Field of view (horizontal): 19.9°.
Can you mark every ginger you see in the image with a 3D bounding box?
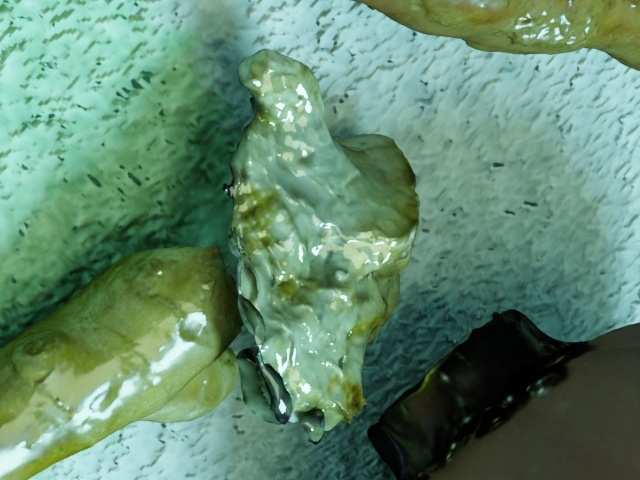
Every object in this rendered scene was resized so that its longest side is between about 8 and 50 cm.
[{"bbox_3d":[-0.161,0.086,0.830,0.299,0.065,0.118,-23,139,-26],"label":"ginger"}]

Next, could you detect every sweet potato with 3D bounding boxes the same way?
[{"bbox_3d":[0.079,-0.139,0.883,0.354,0.095,0.106,5,148,-35],"label":"sweet potato"}]

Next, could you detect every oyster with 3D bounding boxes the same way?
[{"bbox_3d":[0.000,0.000,0.872,0.191,0.081,0.163,63,32,-31],"label":"oyster"}]

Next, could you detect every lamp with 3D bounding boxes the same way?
[{"bbox_3d":[0.136,0.157,0.970,0.305,0.239,0.305,-39,171,-8],"label":"lamp"}]
